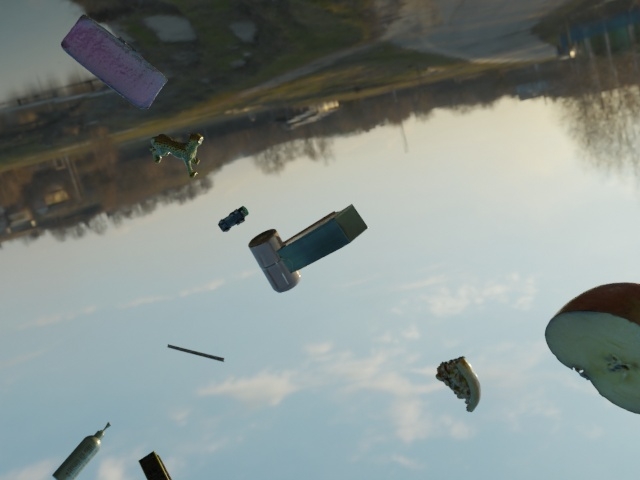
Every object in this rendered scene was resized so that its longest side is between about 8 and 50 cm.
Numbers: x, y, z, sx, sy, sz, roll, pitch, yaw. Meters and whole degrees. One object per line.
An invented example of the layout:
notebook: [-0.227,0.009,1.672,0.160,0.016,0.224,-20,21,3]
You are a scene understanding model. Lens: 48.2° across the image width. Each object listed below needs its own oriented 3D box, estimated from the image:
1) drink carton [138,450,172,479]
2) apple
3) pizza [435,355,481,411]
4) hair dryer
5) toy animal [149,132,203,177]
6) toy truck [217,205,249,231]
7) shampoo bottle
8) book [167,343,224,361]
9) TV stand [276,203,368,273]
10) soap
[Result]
drink carton: [-0.402,0.607,1.801,0.056,0.071,0.165,-33,-151,-16]
apple: [0.600,0.185,1.364,0.163,0.293,0.251,-47,-175,-28]
pizza: [0.323,0.332,1.697,0.131,0.178,0.041,30,-124,34]
hair dryer: [-0.040,0.006,2.268,0.344,0.189,0.107,-32,-162,-9]
toy animal: [-0.421,-0.268,2.043,0.181,0.136,0.073,21,-122,10]
toy truck: [-0.233,-0.059,1.921,0.083,0.039,0.044,-31,-166,21]
shampoo bottle: [-0.642,0.577,1.950,0.056,0.056,0.195,-2,-140,50]
book: [-0.386,0.353,2.236,0.181,0.014,0.127,15,168,-5]
TV stand: [0.000,0.000,1.905,0.269,0.083,0.088,-28,-171,48]
soap: [-0.393,-0.340,1.357,0.081,0.181,0.259,-52,-156,1]
